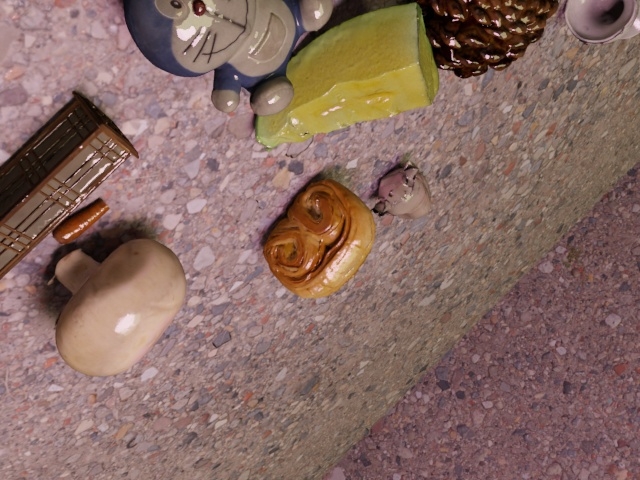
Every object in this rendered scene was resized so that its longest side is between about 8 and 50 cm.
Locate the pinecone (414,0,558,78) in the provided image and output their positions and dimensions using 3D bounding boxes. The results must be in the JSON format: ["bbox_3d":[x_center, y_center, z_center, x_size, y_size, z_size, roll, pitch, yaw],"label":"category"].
[{"bbox_3d":[0.265,-0.397,1.099,0.243,0.244,0.257,-8,155,-45],"label":"pinecone"}]

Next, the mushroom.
[{"bbox_3d":[-0.338,0.097,1.026,0.246,0.202,0.246,-47,-167,15],"label":"mushroom"}]

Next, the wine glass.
[{"bbox_3d":[0.686,-0.545,1.497,0.196,0.165,0.165,-19,142,-48],"label":"wine glass"}]

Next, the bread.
[{"bbox_3d":[0.002,0.002,1.290,0.236,0.198,0.120,-51,154,9],"label":"bread"}]

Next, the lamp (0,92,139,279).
[{"bbox_3d":[-0.403,-0.049,0.861,0.325,0.089,0.090,-43,150,-1],"label":"lamp"}]

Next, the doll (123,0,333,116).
[{"bbox_3d":[-0.127,-0.291,0.831,0.258,0.154,0.228,8,115,-55],"label":"doll"}]

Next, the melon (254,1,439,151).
[{"bbox_3d":[0.035,-0.259,1.069,0.323,0.124,0.196,-17,142,14],"label":"melon"}]

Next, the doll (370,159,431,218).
[{"bbox_3d":[0.198,-0.104,1.498,0.149,0.095,0.192,-49,152,13],"label":"doll"}]

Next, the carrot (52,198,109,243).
[{"bbox_3d":[-0.370,-0.028,0.981,0.093,0.032,0.032,-40,150,-18],"label":"carrot"}]
